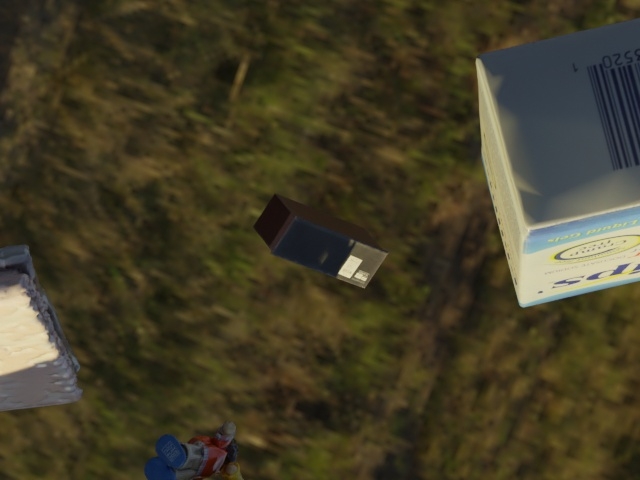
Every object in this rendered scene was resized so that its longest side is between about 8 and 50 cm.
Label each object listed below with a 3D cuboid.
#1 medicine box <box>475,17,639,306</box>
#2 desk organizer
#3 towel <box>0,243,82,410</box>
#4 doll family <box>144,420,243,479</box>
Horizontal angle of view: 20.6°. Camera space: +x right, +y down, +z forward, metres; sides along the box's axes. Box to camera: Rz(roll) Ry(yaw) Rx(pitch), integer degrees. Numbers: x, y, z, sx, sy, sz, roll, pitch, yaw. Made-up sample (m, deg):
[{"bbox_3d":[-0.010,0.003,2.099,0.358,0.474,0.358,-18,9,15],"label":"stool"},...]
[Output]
[{"bbox_3d":[0.267,-0.067,1.384,0.289,0.263,0.149,63,14,-76],"label":"medicine box"},{"bbox_3d":[0.000,0.000,1.773,0.130,0.050,0.047,21,110,-39],"label":"desk organizer"},{"bbox_3d":[-0.366,0.088,1.417,0.332,0.317,0.053,94,-11,-70],"label":"towel"},{"bbox_3d":[-0.141,0.299,1.717,0.263,0.118,0.163,-49,161,13],"label":"doll family"}]
